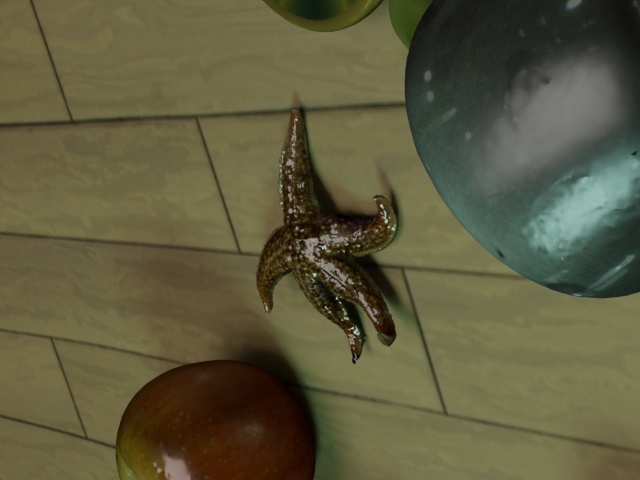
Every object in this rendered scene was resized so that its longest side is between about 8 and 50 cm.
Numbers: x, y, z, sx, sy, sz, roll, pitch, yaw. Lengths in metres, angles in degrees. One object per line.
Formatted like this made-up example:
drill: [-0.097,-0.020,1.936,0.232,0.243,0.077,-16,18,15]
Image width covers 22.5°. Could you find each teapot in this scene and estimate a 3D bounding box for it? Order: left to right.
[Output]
teapot: [0.217,-0.146,0.919,0.223,0.305,0.285,31,143,-17]

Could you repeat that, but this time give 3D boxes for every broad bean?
broad bean: [0.080,-0.159,1.191,0.083,0.045,0.063,56,156,26]

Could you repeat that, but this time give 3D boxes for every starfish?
starfish: [-0.005,0.004,1.414,0.213,0.057,0.238,-11,104,49]

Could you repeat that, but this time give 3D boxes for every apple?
apple: [-0.102,0.220,1.602,0.210,0.173,0.235,59,156,-2]

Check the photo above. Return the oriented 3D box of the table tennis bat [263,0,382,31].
table tennis bat: [-0.045,-0.277,1.275,0.321,0.050,0.198,24,124,43]
